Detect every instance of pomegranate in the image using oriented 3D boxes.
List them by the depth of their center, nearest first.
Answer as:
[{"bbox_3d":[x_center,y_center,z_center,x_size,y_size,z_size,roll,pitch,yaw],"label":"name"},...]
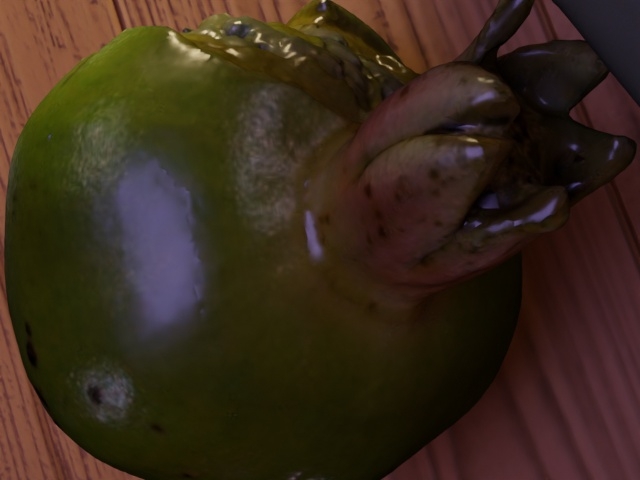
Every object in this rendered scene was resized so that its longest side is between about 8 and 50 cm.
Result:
[{"bbox_3d":[0.000,0.000,0.565,0.302,0.236,0.236,-12,83,53],"label":"pomegranate"}]

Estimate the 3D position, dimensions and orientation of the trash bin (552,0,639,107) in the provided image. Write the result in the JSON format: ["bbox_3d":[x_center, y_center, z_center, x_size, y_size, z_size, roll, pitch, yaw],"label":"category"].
[{"bbox_3d":[0.264,-0.013,0.401,0.223,0.158,0.343,-40,75,34],"label":"trash bin"}]
